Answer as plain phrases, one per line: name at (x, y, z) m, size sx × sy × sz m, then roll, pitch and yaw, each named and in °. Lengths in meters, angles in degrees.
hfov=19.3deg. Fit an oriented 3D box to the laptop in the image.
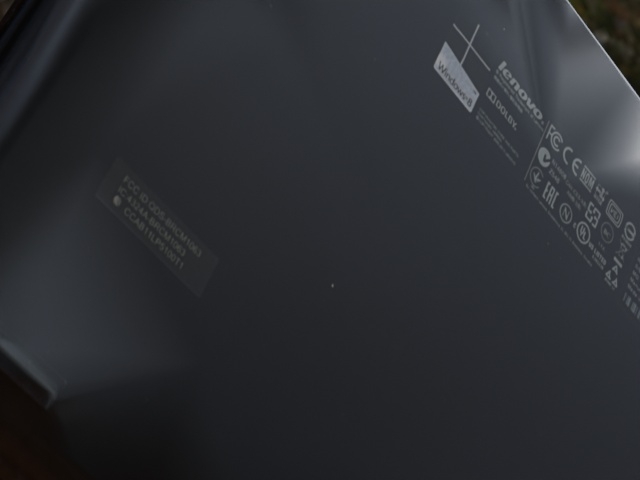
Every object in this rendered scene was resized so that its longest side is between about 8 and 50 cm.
laptop at (0.000, 0.000, 0.684) m, size 0.236 × 0.382 × 0.408 m, roll -11°, pitch 43°, yaw 43°
